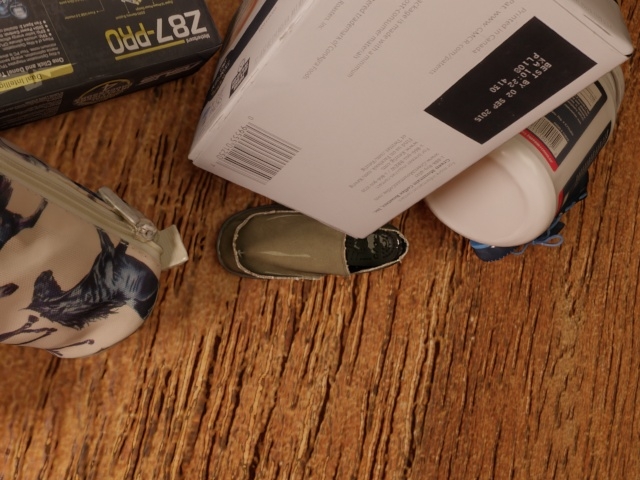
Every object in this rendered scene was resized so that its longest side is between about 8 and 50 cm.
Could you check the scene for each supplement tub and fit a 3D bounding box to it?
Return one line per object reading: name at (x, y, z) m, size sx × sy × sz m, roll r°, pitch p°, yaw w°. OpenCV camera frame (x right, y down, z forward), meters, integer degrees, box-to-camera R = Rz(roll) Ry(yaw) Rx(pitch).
supplement tub at (0.268, -0.141, 0.778) m, size 0.272 × 0.191 × 0.191 m, roll -46°, pitch 108°, yaw -28°

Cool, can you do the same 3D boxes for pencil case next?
pencil case at (-0.280, -0.029, 0.414) m, size 0.183 × 0.410 × 0.160 m, roll -36°, pitch 62°, yaw 4°

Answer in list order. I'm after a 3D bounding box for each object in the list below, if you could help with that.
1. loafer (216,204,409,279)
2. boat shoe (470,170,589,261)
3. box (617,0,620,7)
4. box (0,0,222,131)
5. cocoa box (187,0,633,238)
loafer at (0.000, 0.000, 0.706) m, size 0.251 × 0.087 × 0.094 m, roll -3°, pitch 91°, yaw -27°
boat shoe at (0.332, -0.037, 0.866) m, size 0.258 × 0.109 × 0.089 m, roll -35°, pitch 108°, yaw -21°
box at (0.425, -0.437, 0.965) m, size 0.201 × 0.021 × 0.164 m, roll 4°, pitch 87°, yaw -26°
box at (-0.327, -0.263, 0.521) m, size 0.395 × 0.097 × 0.318 m, roll -29°, pitch 98°, yaw -30°
cocoa box at (0.061, -0.200, 0.569) m, size 0.231 × 0.347 × 0.228 m, roll 23°, pitch 54°, yaw -25°
